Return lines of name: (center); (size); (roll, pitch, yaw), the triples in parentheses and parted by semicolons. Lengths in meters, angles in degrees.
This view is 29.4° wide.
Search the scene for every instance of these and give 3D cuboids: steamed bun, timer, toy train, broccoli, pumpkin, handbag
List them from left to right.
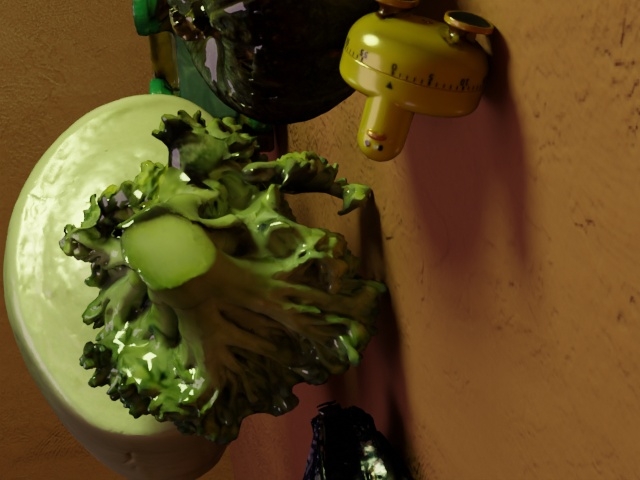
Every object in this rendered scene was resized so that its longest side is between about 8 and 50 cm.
steamed bun: (-0.251, 0.074, 1.572); (0.371, 0.290, 0.455); (111, 153, -66)
toy train: (-0.155, -0.291, 1.706); (0.249, 0.178, 0.429); (-95, 3, -57)
broccoli: (-0.105, 0.031, 1.280); (0.334, 0.324, 0.272); (66, 157, 14)
pumpkin: (-0.047, -0.206, 0.965); (0.238, 0.159, 0.238); (45, 147, 40)
handbag: (0.037, 0.304, 1.324); (0.207, 0.127, 0.228); (104, 155, -50)
timer: (0.064, -0.115, 0.868); (0.107, 0.107, 0.109); (-119, 41, -60)

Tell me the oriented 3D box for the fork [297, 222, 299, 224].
fork: (0.002, 0.000, 1.521); (0.235, 0.021, 0.039); (-134, 40, -73)
